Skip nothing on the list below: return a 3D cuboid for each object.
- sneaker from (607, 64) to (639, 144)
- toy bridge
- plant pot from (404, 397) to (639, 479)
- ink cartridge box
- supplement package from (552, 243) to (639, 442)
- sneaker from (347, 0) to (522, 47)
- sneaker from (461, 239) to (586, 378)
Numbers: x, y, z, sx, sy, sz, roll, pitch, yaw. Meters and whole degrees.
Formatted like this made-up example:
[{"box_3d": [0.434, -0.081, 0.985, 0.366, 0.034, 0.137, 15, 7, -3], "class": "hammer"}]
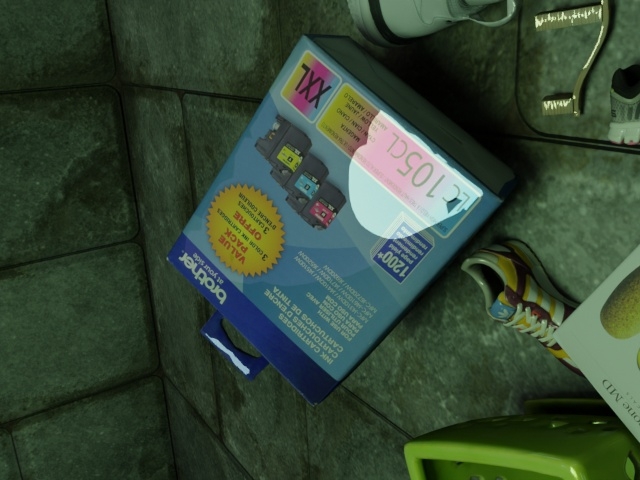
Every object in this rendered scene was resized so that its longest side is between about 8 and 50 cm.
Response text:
[{"box_3d": [0.298, -0.122, 0.482, 0.170, 0.063, 0.075, 2, 111, 63], "class": "sneaker"}, {"box_3d": [0.232, -0.206, 0.569, 0.063, 0.026, 0.188, 0, 116, 31], "class": "toy bridge"}, {"box_3d": [0.249, 0.268, 0.586, 0.228, 0.207, 0.227, -24, 81, 59], "class": "plant pot"}, {"box_3d": [0.000, 0.000, 0.741, 0.270, 0.151, 0.395, 42, 119, 11], "class": "ink cartridge box"}, {"box_3d": [0.316, 0.039, 0.451, 0.139, 0.133, 0.244, 56, 144, 30], "class": "supplement package"}, {"box_3d": [0.115, -0.382, 0.610, 0.210, 0.137, 0.366, 22, 125, 52], "class": "sneaker"}, {"box_3d": [0.227, 0.081, 0.663, 0.185, 0.084, 0.070, 53, 143, 33], "class": "sneaker"}]
